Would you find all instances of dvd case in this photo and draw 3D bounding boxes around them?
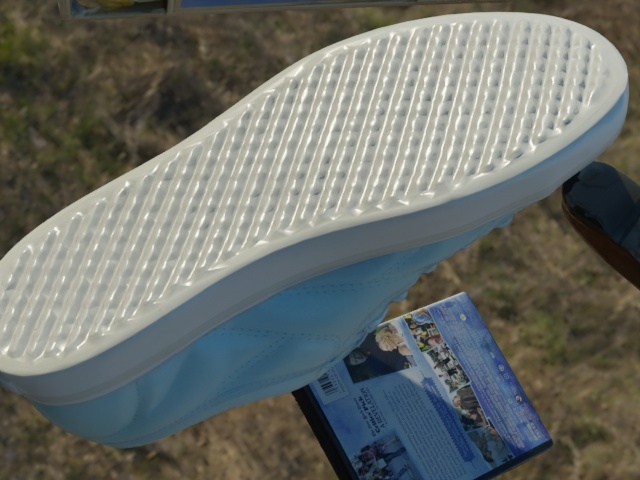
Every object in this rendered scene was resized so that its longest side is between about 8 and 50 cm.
[{"bbox_3d":[0.097,0.159,1.318,0.253,0.022,0.180,-17,73,-42],"label":"dvd case"}]

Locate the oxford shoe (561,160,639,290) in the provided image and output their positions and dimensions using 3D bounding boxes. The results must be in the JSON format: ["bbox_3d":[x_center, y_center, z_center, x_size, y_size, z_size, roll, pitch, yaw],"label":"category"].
[{"bbox_3d":[0.296,0.018,1.200,0.212,0.076,0.076,45,-13,18],"label":"oxford shoe"}]

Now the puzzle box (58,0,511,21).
[{"bbox_3d":[-0.005,-0.246,1.089,0.272,0.409,0.052,129,-44,-77],"label":"puzzle box"}]

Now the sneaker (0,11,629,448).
[{"bbox_3d":[0.000,0.000,0.766,0.150,0.366,0.135,63,4,-55],"label":"sneaker"}]
